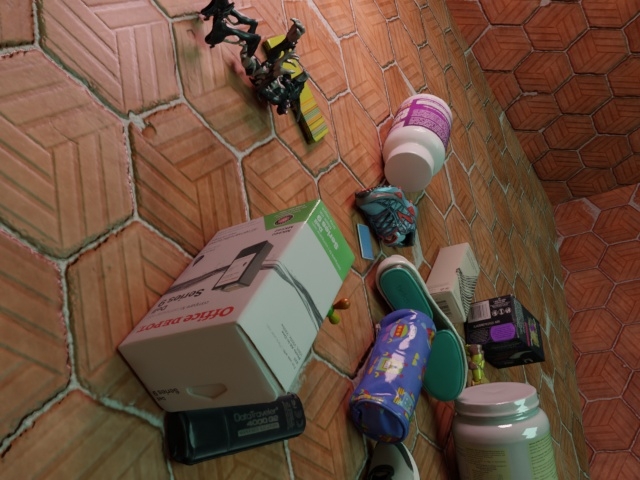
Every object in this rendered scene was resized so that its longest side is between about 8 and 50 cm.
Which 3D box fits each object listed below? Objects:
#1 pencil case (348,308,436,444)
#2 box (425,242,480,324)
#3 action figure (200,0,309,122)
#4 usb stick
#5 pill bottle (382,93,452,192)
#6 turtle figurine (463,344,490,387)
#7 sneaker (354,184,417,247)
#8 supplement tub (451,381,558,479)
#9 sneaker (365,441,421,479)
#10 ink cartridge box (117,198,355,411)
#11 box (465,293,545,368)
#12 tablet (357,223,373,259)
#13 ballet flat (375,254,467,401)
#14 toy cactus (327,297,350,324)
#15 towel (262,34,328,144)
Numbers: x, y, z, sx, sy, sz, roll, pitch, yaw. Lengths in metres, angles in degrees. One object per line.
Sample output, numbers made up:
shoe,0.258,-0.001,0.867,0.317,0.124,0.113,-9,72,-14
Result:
pencil case,0.151,0.269,1.256,0.306,0.133,0.119,-60,159,-50
box,0.376,0.121,1.720,0.113,0.094,0.275,62,33,-18
action figure,-0.093,-0.347,1.140,0.276,0.141,0.164,40,32,-41
usb stick,-0.114,0.272,0.895,0.278,0.045,0.077,12,58,-56
pill bottle,0.263,-0.265,1.650,0.169,0.169,0.301,57,34,-26
turtle figurine,0.442,0.407,1.696,0.270,0.087,0.217,32,50,-48
sneaker,0.173,-0.051,1.465,0.262,0.104,0.125,24,58,-52
supplement tub,0.453,0.533,1.481,0.235,0.236,0.324,-7,88,-59
sneaker,0.116,0.490,1.116,0.108,0.100,0.271,43,42,-33
ink cartridge box,-0.103,0.084,0.838,0.121,0.211,0.289,61,32,-22
box,0.582,0.293,1.903,0.270,0.165,0.143,37,45,-46
tablet,0.105,0.003,1.421,0.054,0.006,0.083,12,66,-57
ballet flat,0.250,0.201,1.463,0.400,0.139,0.139,63,32,-16
toy cactus,-0.043,0.079,1.066,0.219,0.112,0.180,-11,76,-51
towel,-0.051,-0.330,1.318,0.237,0.021,0.102,64,26,-14
